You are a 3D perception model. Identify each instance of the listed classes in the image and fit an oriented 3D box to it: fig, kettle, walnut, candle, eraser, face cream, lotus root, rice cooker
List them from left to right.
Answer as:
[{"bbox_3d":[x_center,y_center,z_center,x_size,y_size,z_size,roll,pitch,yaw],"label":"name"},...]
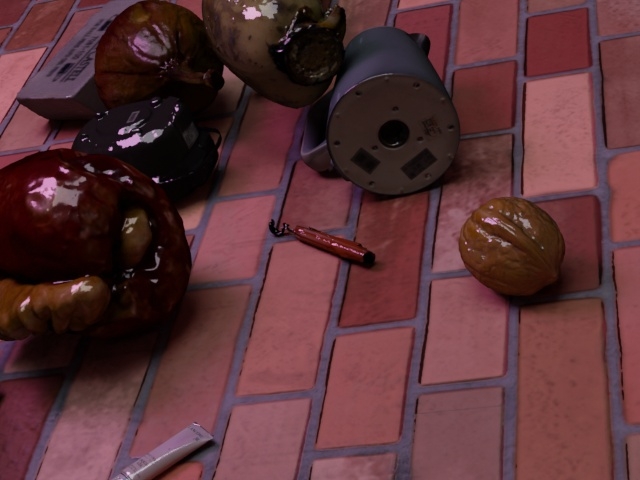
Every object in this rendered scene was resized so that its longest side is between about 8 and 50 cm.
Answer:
[{"bbox_3d":[-0.293,0.023,1.582,0.269,0.222,0.244,-4,50,46],"label":"walnut"},{"bbox_3d":[-0.333,-0.285,2.151,0.111,0.077,0.352,1,37,27],"label":"eraser"},{"bbox_3d":[-0.231,-0.114,1.816,0.203,0.118,0.142,-8,34,21],"label":"rice cooker"},{"bbox_3d":[-0.161,0.219,1.388,0.115,0.020,0.038,-31,35,-25],"label":"face cream"},{"bbox_3d":[-0.196,-0.255,1.896,0.190,0.190,0.290,-38,8,-28],"label":"fig"},{"bbox_3d":[-0.068,-0.276,1.802,0.173,0.173,0.309,-23,31,-9],"label":"lotus root"},{"bbox_3d":[0.001,0.000,1.636,0.026,0.021,0.167,-29,33,-35],"label":"candle"},{"bbox_3d":[0.065,-0.162,1.761,0.210,0.160,0.243,-40,21,17],"label":"kettle"},{"bbox_3d":[0.204,0.008,1.466,0.105,0.105,0.124,-31,51,-21],"label":"walnut"}]
